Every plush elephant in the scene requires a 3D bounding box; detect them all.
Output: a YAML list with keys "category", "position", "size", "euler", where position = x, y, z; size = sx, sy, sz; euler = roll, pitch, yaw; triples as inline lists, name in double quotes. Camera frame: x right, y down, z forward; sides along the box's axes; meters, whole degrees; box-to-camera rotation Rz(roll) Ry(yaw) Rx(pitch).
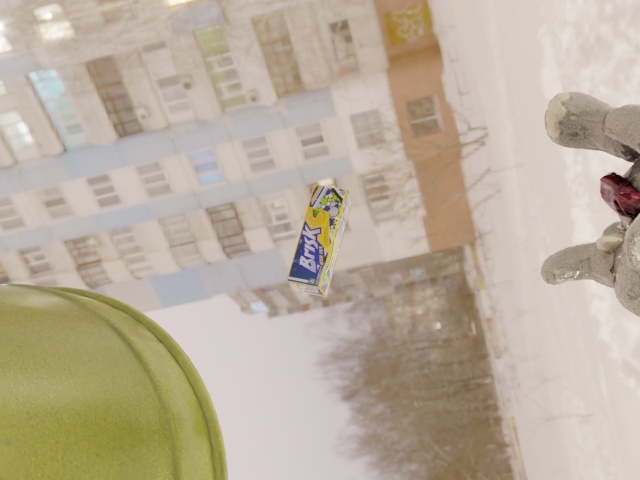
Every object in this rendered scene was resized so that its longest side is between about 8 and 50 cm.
- category: "plush elephant"
  position: [0.376, -0.001, 0.922]
  size: [0.255, 0.330, 0.272]
  euler: [-40, -59, -31]

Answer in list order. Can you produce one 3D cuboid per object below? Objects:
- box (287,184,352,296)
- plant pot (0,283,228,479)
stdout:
- category: "box"
  position: [0.000, 0.000, 1.297]
  size: [0.054, 0.059, 0.169]
  euler: [62, -139, -65]
- category: "plant pot"
  position: [-0.295, 0.173, 0.542]
  size: [0.353, 0.366, 0.366]
  euler: [47, -148, -68]
